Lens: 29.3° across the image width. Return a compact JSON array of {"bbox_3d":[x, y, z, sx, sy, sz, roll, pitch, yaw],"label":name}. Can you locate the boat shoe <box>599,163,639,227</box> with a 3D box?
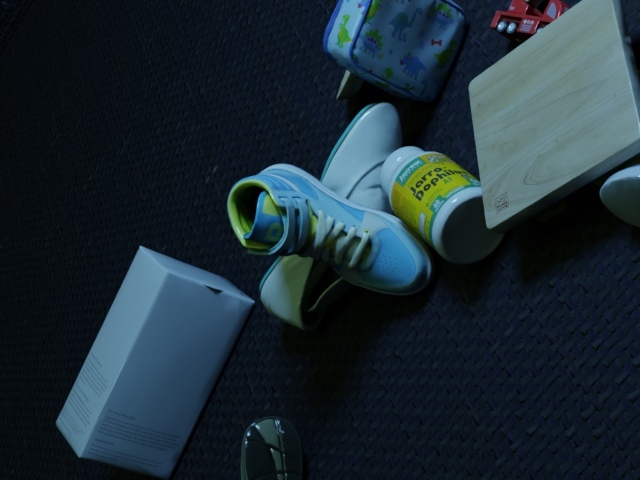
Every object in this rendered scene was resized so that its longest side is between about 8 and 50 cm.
[{"bbox_3d":[0.448,-0.079,1.426,0.088,0.096,0.267,-52,19,-29],"label":"boat shoe"}]

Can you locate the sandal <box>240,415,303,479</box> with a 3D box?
[{"bbox_3d":[-0.079,0.422,1.865,0.086,0.120,0.303,117,161,-63],"label":"sandal"}]

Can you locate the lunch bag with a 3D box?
[{"bbox_3d":[0.120,-0.324,1.898,0.090,0.219,0.176,25,93,49],"label":"lunch bag"}]

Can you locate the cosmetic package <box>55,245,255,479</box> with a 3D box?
[{"bbox_3d":[-0.295,0.220,2.181,0.155,0.197,0.365,31,95,57],"label":"cosmetic package"}]

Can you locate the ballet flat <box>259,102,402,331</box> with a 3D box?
[{"bbox_3d":[0.044,-0.023,1.936,0.400,0.139,0.139,-59,34,19],"label":"ballet flat"}]

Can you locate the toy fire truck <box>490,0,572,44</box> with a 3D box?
[{"bbox_3d":[0.316,-0.357,1.799,0.192,0.047,0.135,26,91,56],"label":"toy fire truck"}]

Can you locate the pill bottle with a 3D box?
[{"bbox_3d":[0.170,-0.059,1.767,0.117,0.117,0.208,-59,34,12],"label":"pill bottle"}]

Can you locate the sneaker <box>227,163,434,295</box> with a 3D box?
[{"bbox_3d":[0.000,0.000,1.785,0.319,0.208,0.127,27,108,18],"label":"sneaker"}]

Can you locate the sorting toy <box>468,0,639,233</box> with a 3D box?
[{"bbox_3d":[0.331,-0.161,1.630,0.257,0.089,0.255,-34,46,40],"label":"sorting toy"}]

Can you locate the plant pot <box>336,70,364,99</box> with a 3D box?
[{"bbox_3d":[0.085,-0.339,2.043,0.236,0.032,0.236,-157,90,-86],"label":"plant pot"}]
